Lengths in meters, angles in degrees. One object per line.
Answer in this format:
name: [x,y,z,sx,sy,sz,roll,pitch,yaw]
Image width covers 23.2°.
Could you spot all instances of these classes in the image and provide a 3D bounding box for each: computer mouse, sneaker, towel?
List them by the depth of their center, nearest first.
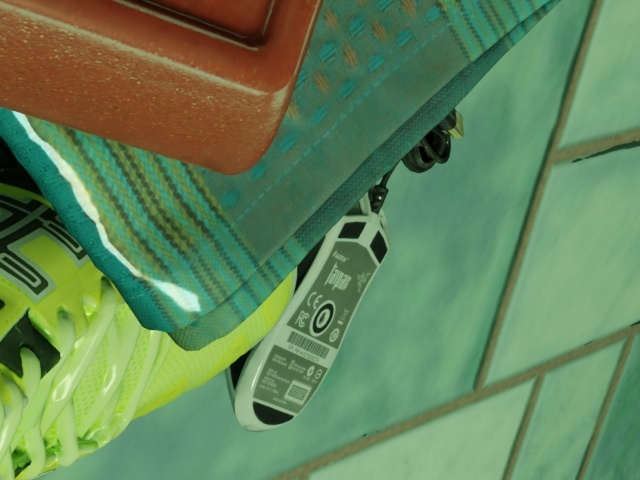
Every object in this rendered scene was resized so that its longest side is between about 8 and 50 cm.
towel: [-0.035,-0.176,0.472,0.271,0.040,0.370,-43,126,-20]
sneaker: [-0.137,0.053,0.533,0.384,0.147,0.145,-12,125,-47]
computer mouse: [0.000,0.000,0.752,0.193,0.042,0.106,-61,151,-3]

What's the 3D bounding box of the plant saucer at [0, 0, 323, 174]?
plant saucer: [-0.067,-0.163,0.401,0.259,0.047,0.258,16,94,-39]
